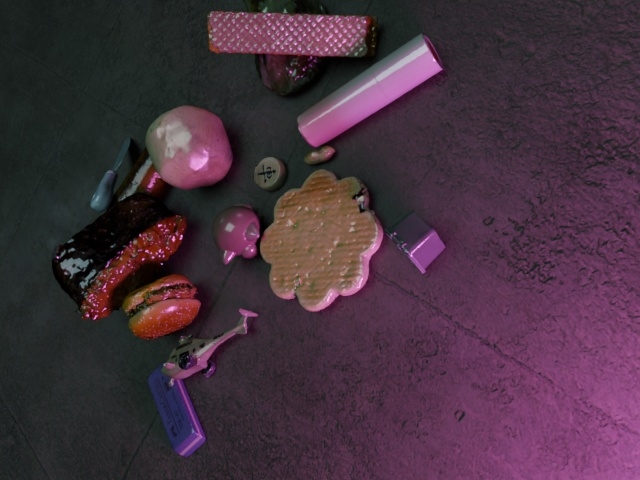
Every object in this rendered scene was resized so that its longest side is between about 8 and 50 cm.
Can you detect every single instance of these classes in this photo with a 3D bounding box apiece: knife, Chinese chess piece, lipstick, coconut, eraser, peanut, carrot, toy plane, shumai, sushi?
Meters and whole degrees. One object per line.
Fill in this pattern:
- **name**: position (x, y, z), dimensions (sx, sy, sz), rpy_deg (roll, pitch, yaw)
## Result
- **knife**: position (-0.586, -0.210, 1.609), dimensions (0.080, 0.044, 0.331), rpy_deg (-37, 34, 34)
- **Chinese chess piece**: position (-0.121, -0.161, 1.356), dimensions (0.084, 0.034, 0.084), rpy_deg (-9, 74, 31)
- **lipstick**: position (0.100, -0.317, 1.212), dimensions (0.327, 0.087, 0.087), rpy_deg (-28, 64, 26)
- **coconut**: position (-0.332, -0.244, 1.423), dimensions (0.224, 0.224, 0.224), rpy_deg (-9, 73, 32)
- **eraser**: position (-0.353, 0.409, 1.368), dimensions (0.082, 0.036, 0.225), rpy_deg (-43, 58, 16)
- **peanut**: position (-0.002, -0.194, 1.284), dimensions (0.083, 0.037, 0.037), rpy_deg (-19, 68, 31)
- **carrot**: position (-0.483, -0.164, 1.560), dimensions (0.114, 0.114, 0.302), rpy_deg (39, 97, 35)
- **toy plane**: position (-0.270, 0.250, 1.324), dimensions (0.286, 0.092, 0.108), rpy_deg (-30, 53, 22)
- **shumai**: position (-0.106, -0.496, 1.332), dimensions (0.222, 0.204, 0.272), rpy_deg (-19, 72, 30)
- **sushi**: position (-0.501, 0.046, 1.452), dimensions (0.207, 0.234, 0.348), rpy_deg (36, 72, 23)

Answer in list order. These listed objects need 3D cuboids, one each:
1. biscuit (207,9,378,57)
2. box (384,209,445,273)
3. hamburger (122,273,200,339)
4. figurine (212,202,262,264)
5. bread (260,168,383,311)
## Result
- **biscuit**: position (-0.063, -0.460, 1.253), dimensions (0.379, 0.054, 0.094), rpy_deg (4, 112, 3)
- **box**: position (0.182, 0.001, 1.061), dimensions (0.069, 0.122, 0.084), rpy_deg (-42, 59, 5)
- **hamburger**: position (-0.378, 0.162, 1.367), dimensions (0.191, 0.182, 0.118), rpy_deg (-34, 77, 14)
- **figurine**: position (-0.194, -0.020, 1.325), dimensions (0.125, 0.125, 0.138), rpy_deg (-42, 43, 19)
- **bread**: position (0.000, 0.000, 1.221), dimensions (0.316, 0.054, 0.316), rpy_deg (-9, 73, 31)
